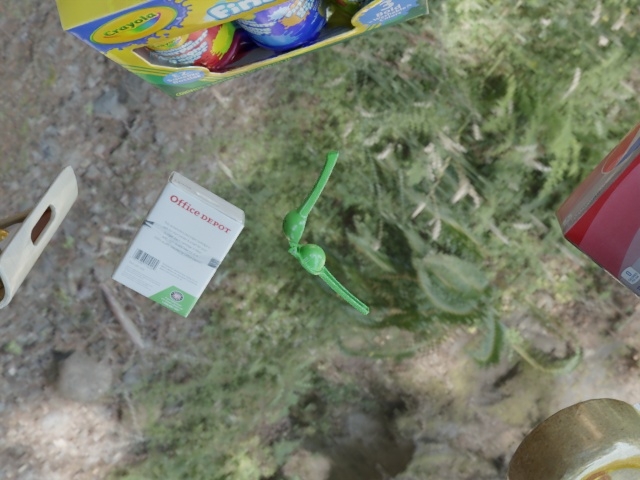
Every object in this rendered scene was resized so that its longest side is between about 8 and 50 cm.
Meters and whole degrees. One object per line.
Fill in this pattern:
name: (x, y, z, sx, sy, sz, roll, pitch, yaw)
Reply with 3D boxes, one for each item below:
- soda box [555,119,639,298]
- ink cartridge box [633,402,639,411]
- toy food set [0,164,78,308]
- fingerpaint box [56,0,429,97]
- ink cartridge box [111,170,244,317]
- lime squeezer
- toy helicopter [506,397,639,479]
soda box: (0.301, -0.084, 0.618, 0.263, 0.083, 0.092, -52, 179, 17)
ink cartridge box: (0.512, 0.421, 1.390, 0.232, 0.189, 0.066, -29, 177, -35)
toy food set: (-0.488, 0.011, 1.082, 0.306, 0.092, 0.220, -15, -146, 21)
fingerpaint box: (-0.089, -0.370, 1.118, 0.444, 0.163, 0.371, -16, 174, 9)
ink cartridge box: (-0.261, 0.006, 1.500, 0.219, 0.160, 0.093, -55, -166, 14)
lime squeezer: (0.000, 0.000, 1.300, 0.109, 0.059, 0.311, -17, 122, -6)
toy helicopter: (0.255, 0.158, 0.483, 0.354, 0.140, 0.235, 10, 119, -24)
